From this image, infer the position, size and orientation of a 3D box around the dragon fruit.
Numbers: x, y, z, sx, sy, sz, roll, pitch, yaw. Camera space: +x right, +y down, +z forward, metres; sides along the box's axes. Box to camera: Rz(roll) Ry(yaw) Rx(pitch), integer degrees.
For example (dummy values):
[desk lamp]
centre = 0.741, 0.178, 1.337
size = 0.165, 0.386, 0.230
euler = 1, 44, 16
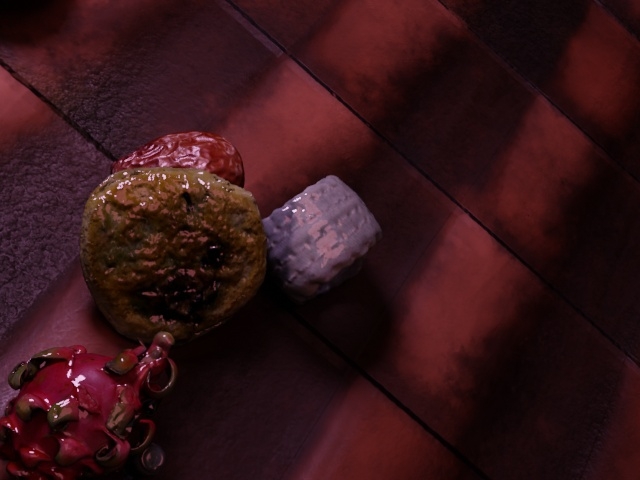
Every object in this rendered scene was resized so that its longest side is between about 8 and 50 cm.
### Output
[dragon fruit]
centre = -0.331, 0.248, 1.341
size = 0.273, 0.218, 0.198
euler = -4, 108, -34

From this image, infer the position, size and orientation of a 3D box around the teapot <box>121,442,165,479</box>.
[teapot]
centre = -0.267, 0.340, 1.386
size = 0.049, 0.083, 0.063
euler = 6, 68, -30

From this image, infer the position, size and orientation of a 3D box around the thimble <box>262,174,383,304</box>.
[thimble]
centre = 0.000, 0.000, 1.655
size = 0.172, 0.205, 0.250
euler = 53, 31, 5

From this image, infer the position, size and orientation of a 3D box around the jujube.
[jujube]
centre = -0.250, -0.110, 1.607
size = 0.237, 0.168, 0.168
euler = -8, 68, -25

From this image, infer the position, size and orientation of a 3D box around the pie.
[pie]
centre = -0.237, 0.028, 1.504
size = 0.323, 0.070, 0.323
euler = -3, 97, -22
